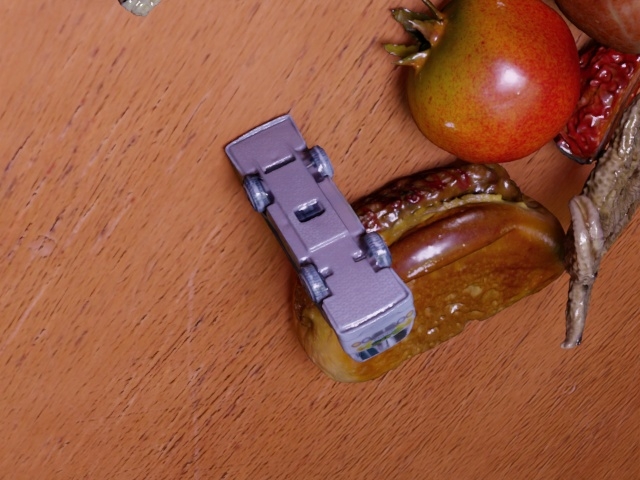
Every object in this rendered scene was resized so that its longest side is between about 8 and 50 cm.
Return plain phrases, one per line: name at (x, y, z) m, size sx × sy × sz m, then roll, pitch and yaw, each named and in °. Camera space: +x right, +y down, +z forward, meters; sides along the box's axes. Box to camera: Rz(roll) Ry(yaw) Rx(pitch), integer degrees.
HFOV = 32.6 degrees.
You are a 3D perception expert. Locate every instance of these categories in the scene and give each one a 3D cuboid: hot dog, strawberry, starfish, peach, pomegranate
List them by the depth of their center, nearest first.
pomegranate at (0.196, -0.211, 1.357) m, size 0.256 × 0.221 × 0.221 m, roll 30°, pitch 109°, yaw -15°
peach at (0.396, -0.347, 1.362) m, size 0.232 × 0.257 × 0.232 m, roll 1°, pitch 98°, yaw 5°
starfish at (0.399, -0.066, 1.493) m, size 0.432 × 0.082 × 0.324 m, roll -54°, pitch 155°, yaw -34°
hot dog at (0.141, 0.021, 1.517) m, size 0.405 × 0.185 × 0.223 m, roll -27°, pitch 137°, yaw -8°
strawberry at (0.387, -0.226, 1.517) m, size 0.237 × 0.111 × 0.190 m, roll -63°, pitch 161°, yaw 13°

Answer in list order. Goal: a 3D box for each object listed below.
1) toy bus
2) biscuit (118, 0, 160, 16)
toy bus at (0.000, 0.000, 1.321) m, size 0.109 × 0.330 × 0.136 m, roll -27°, pitch 144°, yaw -7°
biscuit at (-0.128, -0.348, 1.089) m, size 0.252 × 0.150 × 0.052 m, roll -48°, pitch 132°, yaw 12°
